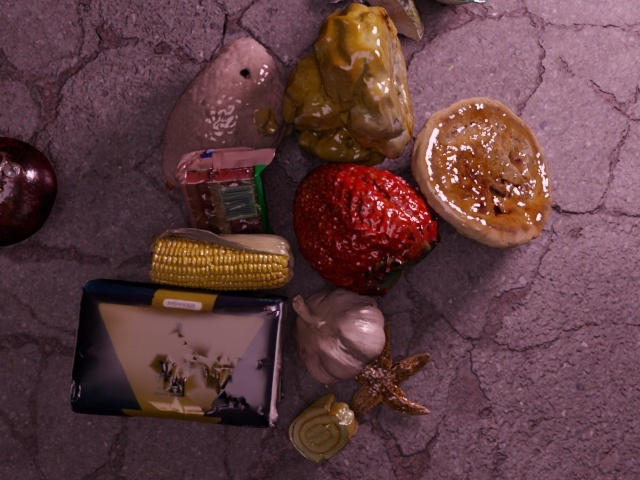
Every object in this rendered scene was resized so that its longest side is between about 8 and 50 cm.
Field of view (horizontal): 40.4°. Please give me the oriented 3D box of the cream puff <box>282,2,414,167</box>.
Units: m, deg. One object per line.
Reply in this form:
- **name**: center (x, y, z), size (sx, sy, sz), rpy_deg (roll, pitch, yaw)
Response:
- **cream puff**: center (0.044, -0.303, 1.755), size (0.257, 0.324, 0.291), rpy_deg (-14, 65, 16)

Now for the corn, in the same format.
- **corn**: center (-0.206, 0.040, 1.760), size (0.305, 0.123, 0.122), rpy_deg (3, 89, 3)

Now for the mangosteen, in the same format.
- **mangosteen**: center (-0.674, -0.105, 1.802), size (0.235, 0.261, 0.236), rpy_deg (0, 88, 1)

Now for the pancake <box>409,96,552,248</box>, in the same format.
- **pancake**: center (0.346, -0.142, 1.780), size (0.356, 0.065, 0.356), rpy_deg (13, 65, -29)

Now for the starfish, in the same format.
- **starfish**: center (0.135, 0.305, 1.872), size (0.235, 0.062, 0.277), rpy_deg (17, 99, 1)

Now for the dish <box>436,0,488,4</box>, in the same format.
- **dish**: center (0.254, -0.561, 1.834), size (0.246, 0.078, 0.224), rpy_deg (-32, 80, -27)

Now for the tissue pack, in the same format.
- **tissue pack**: center (-0.276, 0.227, 1.794), size (0.416, 0.253, 0.264), rpy_deg (6, 90, 0)

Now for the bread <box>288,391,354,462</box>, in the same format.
- **bread**: center (0.007, 0.400, 1.857), size (0.156, 0.064, 0.117), rpy_deg (-40, 89, 26)

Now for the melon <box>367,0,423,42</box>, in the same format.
- **melon**: center (0.147, -0.501, 1.806), size (0.093, 0.139, 0.203), rpy_deg (-31, 91, 9)

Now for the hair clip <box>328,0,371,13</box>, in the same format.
- **hair clip**: center (0.091, -0.511, 1.884), size (0.140, 0.054, 0.220), rpy_deg (-23, 84, 2)

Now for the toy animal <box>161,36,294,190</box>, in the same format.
- **toy animal**: center (-0.196, -0.239, 1.821), size (0.226, 0.188, 0.358), rpy_deg (37, 98, 1)

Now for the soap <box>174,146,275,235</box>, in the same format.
- **soap**: center (-0.186, -0.070, 1.782), size (0.217, 0.273, 0.098), rpy_deg (-3, 52, 3)

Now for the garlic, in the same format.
- **garlic**: center (0.006, 0.177, 1.787), size (0.212, 0.218, 0.219), rpy_deg (32, 92, -40)

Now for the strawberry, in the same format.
- **strawberry**: center (0.081, -0.041, 1.744), size (0.288, 0.238, 0.250), rpy_deg (47, 56, 5)
